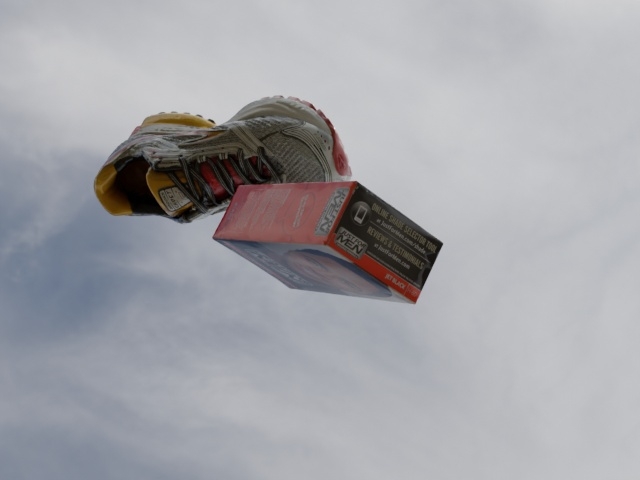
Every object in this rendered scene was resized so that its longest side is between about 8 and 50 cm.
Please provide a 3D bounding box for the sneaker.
[{"bbox_3d":[-0.076,-0.047,0.802,0.225,0.092,0.088,-4,-59,36],"label":"sneaker"}]

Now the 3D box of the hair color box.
[{"bbox_3d":[0.000,0.000,0.642,0.072,0.141,0.043,33,-106,-27],"label":"hair color box"}]
